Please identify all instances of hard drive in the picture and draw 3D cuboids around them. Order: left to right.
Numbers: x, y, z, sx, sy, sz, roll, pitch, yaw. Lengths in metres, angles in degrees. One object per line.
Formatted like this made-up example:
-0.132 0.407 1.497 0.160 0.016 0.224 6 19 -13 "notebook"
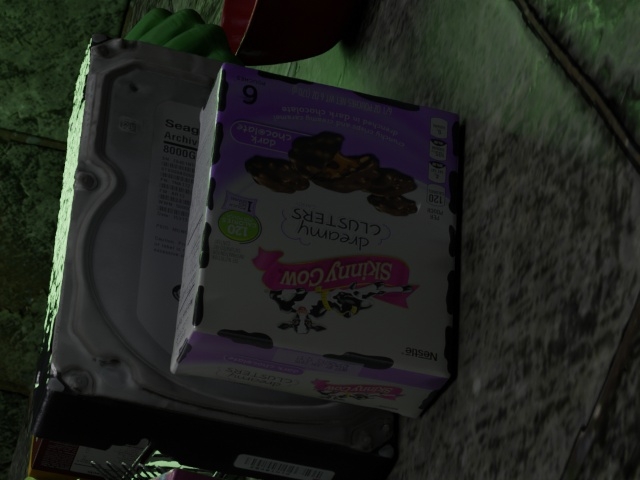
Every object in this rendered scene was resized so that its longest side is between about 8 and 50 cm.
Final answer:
-0.068 0.008 1.273 0.064 0.237 0.339 117 161 -44 "hard drive"

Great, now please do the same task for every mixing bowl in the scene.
-0.018 -0.227 1.575 0.181 0.098 0.181 -167 90 -76 "mixing bowl"

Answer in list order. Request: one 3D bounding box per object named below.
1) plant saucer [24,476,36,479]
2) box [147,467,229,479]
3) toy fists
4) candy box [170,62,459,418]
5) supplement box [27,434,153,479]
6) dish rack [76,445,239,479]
-0.308 0.390 2.074 0.241 0.037 0.241 48 149 42 "plant saucer"
-0.114 0.304 1.393 0.243 0.117 0.213 147 136 -64 "box"
-0.086 -0.077 1.495 0.279 0.096 0.142 59 156 33 "toy fists"
0.000 0.000 1.152 0.070 0.165 0.196 121 156 -57 "candy box"
-0.252 0.160 2.113 0.194 0.129 0.191 116 161 -43 "supplement box"
-0.188 0.260 1.627 0.271 0.074 0.208 -53 22 -23 "dish rack"
